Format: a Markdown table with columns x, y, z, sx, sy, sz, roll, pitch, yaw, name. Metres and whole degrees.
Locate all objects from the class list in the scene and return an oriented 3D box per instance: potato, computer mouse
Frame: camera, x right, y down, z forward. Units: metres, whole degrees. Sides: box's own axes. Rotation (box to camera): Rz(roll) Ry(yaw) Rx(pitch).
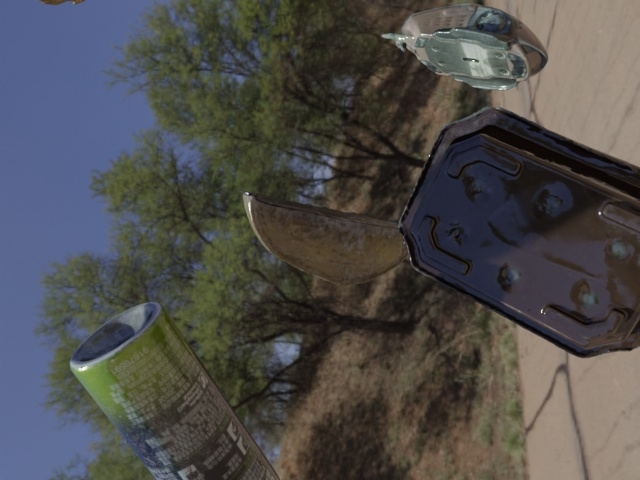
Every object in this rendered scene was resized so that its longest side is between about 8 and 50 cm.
| x | y | z | sx | sy | sz | roll | pitch | yaw | name |
| --- | --- | --- | --- | --- | --- | --- | --- | --- | --- |
| -0.003 | 0.002 | 0.793 | 0.120 | 0.261 | 0.100 | -160 | 81 | -69 | potato |
| 0.319 | -0.447 | 1.261 | 0.115 | 0.389 | 0.199 | -61 | -31 | -12 | computer mouse |

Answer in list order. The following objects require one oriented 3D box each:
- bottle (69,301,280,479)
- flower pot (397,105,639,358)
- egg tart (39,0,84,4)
| x | y | z | sx | sy | sz | roll | pitch | yaw | name |
| --- | --- | --- | --- | --- | --- | --- | --- | --- | --- |
| -0.105 | 0.216 | 0.544 | 0.330 | 0.093 | 0.093 | 62 | -160 | -20 | bottle |
| 0.189 | -0.004 | 0.497 | 0.084 | 0.250 | 0.179 | -19 | -45 | -65 | flower pot |
| -0.520 | -0.564 | 0.950 | 0.352 | 0.150 | 0.352 | 45 | -161 | -20 | egg tart |
